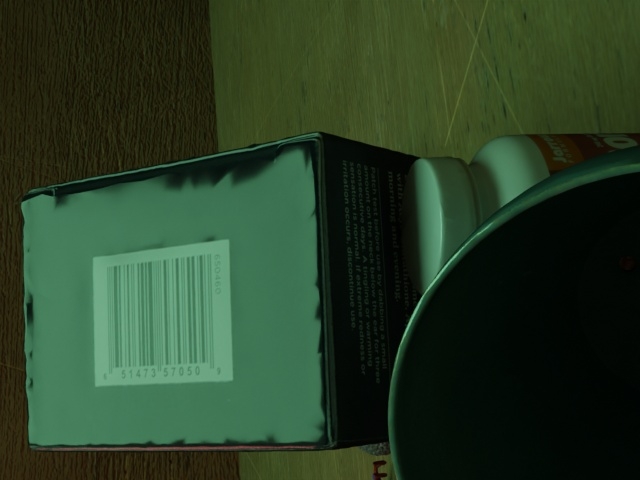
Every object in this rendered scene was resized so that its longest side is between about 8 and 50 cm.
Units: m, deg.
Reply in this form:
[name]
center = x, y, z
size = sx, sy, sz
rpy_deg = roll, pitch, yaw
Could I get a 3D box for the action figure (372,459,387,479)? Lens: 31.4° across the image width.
[action figure]
center = 0.087, 0.368, 1.636
size = 0.038, 0.030, 0.115
rpy_deg = -99, 8, -52

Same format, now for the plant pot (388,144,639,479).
[plant pot]
center = 0.202, 0.070, 0.617
size = 0.195, 0.290, 0.290
rpy_deg = -47, -36, -63

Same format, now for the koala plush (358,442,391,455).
[koala plush]
center = 0.080, 0.153, 1.319
size = 0.203, 0.196, 0.221
rpy_deg = -92, 4, -69

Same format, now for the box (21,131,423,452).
[box]
center = -0.001, 0.059, 0.956
size = 0.294, 0.395, 0.212
rpy_deg = -8, 81, 34

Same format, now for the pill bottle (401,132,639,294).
[pill bottle]
center = 0.170, -0.013, 0.772
size = 0.121, 0.216, 0.121
rpy_deg = 178, 90, -77
